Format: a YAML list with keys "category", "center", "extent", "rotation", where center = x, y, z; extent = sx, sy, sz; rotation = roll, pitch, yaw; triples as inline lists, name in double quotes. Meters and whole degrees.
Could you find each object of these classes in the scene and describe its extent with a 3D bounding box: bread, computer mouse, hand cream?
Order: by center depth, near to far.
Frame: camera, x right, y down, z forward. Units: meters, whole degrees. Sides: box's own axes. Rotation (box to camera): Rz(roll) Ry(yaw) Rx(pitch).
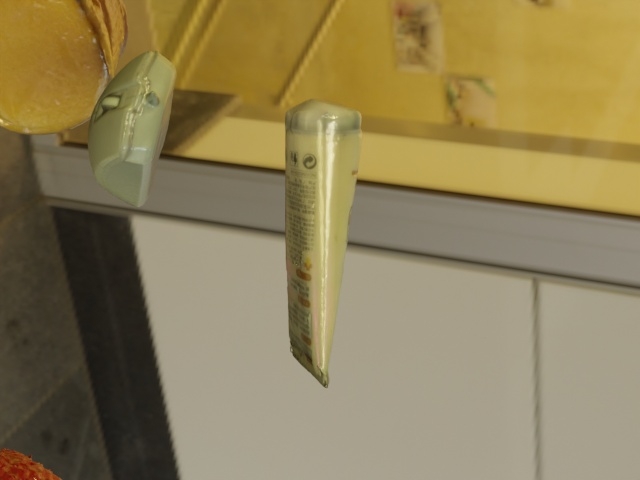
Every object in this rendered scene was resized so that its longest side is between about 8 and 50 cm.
- category: "hand cream"
  center: [0.000, 0.000, 0.641]
  extent: [0.039, 0.061, 0.143]
  rotation: [-2, 104, -21]
- category: "computer mouse"
  center: [-0.139, -0.081, 0.908]
  extent: [0.182, 0.056, 0.089]
  rotation: [132, -32, -75]
- category: "bread"
  center: [-0.299, -0.231, 1.234]
  extent: [0.143, 0.195, 0.270]
  rotation: [-96, 164, -46]

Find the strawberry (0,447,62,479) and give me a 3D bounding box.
- category: "strawberry"
  center: [-0.271, 0.235, 1.032]
  extent: [0.131, 0.148, 0.131]
  rotation: [-2, 93, -28]
